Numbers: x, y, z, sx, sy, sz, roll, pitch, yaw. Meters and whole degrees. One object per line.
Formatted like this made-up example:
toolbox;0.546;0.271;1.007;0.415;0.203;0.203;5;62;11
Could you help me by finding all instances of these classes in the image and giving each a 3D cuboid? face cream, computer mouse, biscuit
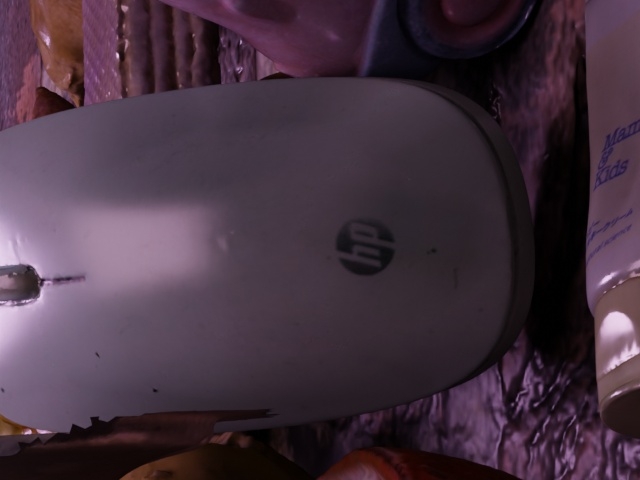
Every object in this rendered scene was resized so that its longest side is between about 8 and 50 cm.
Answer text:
face cream;0.136;-0.037;0.714;0.114;0.070;0.224;-41;43;54
computer mouse;-0.046;0.010;0.833;0.097;0.288;0.159;-25;-71;-75
biscuit;-0.090;-0.101;0.981;0.108;0.062;0.239;126;143;-60

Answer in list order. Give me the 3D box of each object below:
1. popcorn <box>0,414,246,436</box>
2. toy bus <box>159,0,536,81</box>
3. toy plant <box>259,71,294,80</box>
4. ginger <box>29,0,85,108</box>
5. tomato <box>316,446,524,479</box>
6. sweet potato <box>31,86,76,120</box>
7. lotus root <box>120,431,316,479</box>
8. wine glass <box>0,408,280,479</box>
popcorn;-0.134;0.081;1.082;0.217;0.181;0.235;41;131;55
toy bus;-0.017;-0.220;0.833;0.197;0.232;0.294;58;136;48
toy plant;0.000;0.000;0.926;0.093;0.093;0.162;-37;55;56
ginger;-0.134;-0.201;1.165;0.219;0.123;0.270;51;123;36
tomato;0.074;0.238;0.680;0.338;0.144;0.338;180;90;-75
sweet potato;-0.179;-0.043;1.323;0.065;0.051;0.218;117;144;-42
lotus root;-0.049;0.260;0.906;0.169;0.151;0.342;41;-138;-68
wine glass;-0.123;0.232;0.728;0.238;0.238;0.323;-12;79;62
